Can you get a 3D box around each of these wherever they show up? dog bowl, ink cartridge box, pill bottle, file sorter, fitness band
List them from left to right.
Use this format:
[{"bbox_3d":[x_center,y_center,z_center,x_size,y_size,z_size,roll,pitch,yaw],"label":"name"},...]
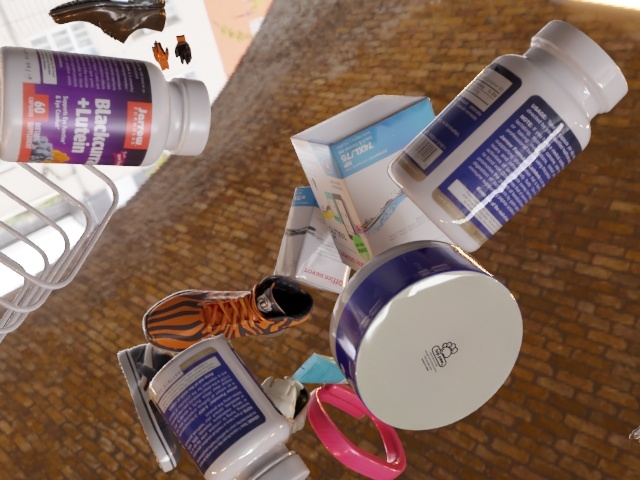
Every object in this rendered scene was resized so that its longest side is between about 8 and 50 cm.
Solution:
[{"bbox_3d":[-0.401,0.008,0.867,0.278,0.173,0.192,-33,-153,38],"label":"file sorter"},{"bbox_3d":[-0.213,-0.127,0.716,0.194,0.108,0.108,-1,-153,-29],"label":"pill bottle"},{"bbox_3d":[-0.101,0.214,0.829,0.112,0.112,0.186,-31,-112,-23],"label":"pill bottle"},{"bbox_3d":[0.000,0.000,1.489,0.082,0.140,0.190,6,-102,50],"label":"ink cartridge box"},{"bbox_3d":[0.079,0.417,1.592,0.054,0.291,0.209,-41,-140,17],"label":"fitness band"},{"bbox_3d":[0.110,-0.095,1.295,0.197,0.270,0.198,-28,-160,-14],"label":"ink cartridge box"},{"bbox_3d":[0.153,0.139,1.057,0.265,0.264,0.104,-21,-151,-10],"label":"dog bowl"},{"bbox_3d":[0.222,-0.125,0.874,0.265,0.153,0.153,-44,-146,9],"label":"pill bottle"}]

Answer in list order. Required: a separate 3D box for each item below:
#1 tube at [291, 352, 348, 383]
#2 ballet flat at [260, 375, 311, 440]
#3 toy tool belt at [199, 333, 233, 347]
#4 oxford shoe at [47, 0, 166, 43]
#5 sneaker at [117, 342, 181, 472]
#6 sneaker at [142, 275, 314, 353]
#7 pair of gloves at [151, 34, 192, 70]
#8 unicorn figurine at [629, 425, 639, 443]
[{"bbox_3d":[0.013,0.259,1.454,0.052,0.207,0.080,42,-79,29],"label":"tube"},{"bbox_3d":[-0.080,0.288,1.269,0.108,0.316,0.106,25,-93,9],"label":"ballet flat"},{"bbox_3d":[-0.168,0.181,1.091,0.051,0.083,0.052,2,-157,-41],"label":"toy tool belt"},{"bbox_3d":[-0.420,-0.437,1.447,0.227,0.096,0.083,-6,-157,-13],"label":"oxford shoe"},{"bbox_3d":[-0.322,0.322,1.504,0.128,0.126,0.321,-21,-137,-15],"label":"sneaker"},{"bbox_3d":[-0.158,0.123,1.353,0.321,0.124,0.180,-7,165,-33],"label":"sneaker"},{"bbox_3d":[-0.327,-0.415,1.608,0.083,0.074,0.010,-14,-135,-2],"label":"pair of gloves"},{"bbox_3d":[0.610,0.358,1.286,0.111,0.161,0.060,-8,-178,-16],"label":"unicorn figurine"}]
